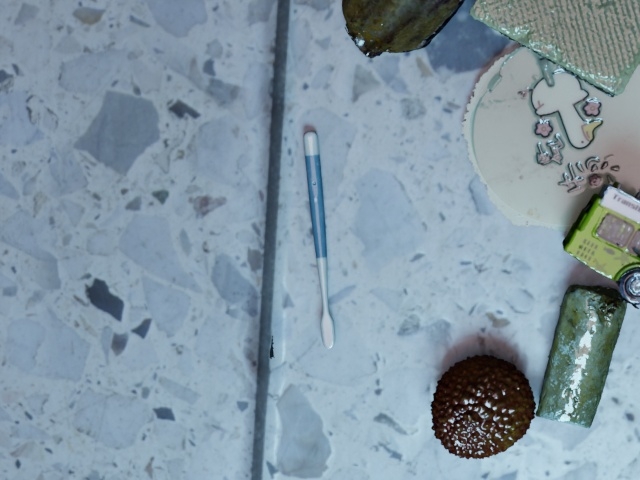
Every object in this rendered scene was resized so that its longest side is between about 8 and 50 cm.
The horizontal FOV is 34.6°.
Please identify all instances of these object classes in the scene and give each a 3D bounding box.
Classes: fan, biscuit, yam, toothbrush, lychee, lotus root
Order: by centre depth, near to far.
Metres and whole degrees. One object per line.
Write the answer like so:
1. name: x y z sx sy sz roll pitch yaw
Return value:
1. lotus root: 0.106 -0.324 1.126 0.167 0.078 0.329 43 135 8
2. biscuit: 0.283 -0.262 1.172 0.199 0.040 0.121 29 99 4
3. fan: 0.262 -0.209 1.210 0.233 0.012 0.414 -17 96 10
4. yam: 0.306 0.140 1.217 0.078 0.078 0.179 15 100 10
5. lychee: 0.191 0.203 1.230 0.123 0.129 0.123 18 138 17
6. toothbrush: 0.000 0.000 1.297 0.019 0.025 0.275 -5 95 8

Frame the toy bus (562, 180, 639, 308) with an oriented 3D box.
1. toy bus: 0.432 0.033 1.158 0.302 0.113 0.139 27 100 8
